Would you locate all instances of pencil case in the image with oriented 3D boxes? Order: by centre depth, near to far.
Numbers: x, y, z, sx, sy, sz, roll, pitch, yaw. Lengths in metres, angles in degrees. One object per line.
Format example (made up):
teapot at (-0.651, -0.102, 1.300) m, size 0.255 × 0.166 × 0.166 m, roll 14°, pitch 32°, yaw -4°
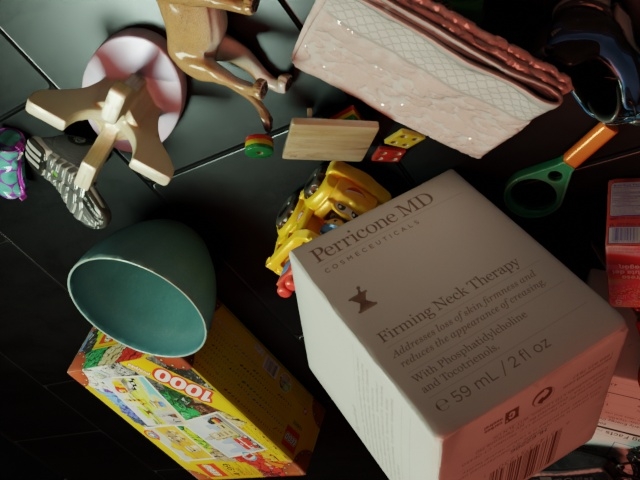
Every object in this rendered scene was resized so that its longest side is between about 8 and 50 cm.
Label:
pencil case at (-0.619, -0.151, 1.557) m, size 0.070 × 0.064 × 0.151 m, roll 34°, pitch 142°, yaw 10°

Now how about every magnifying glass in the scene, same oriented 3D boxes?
magnifying glass at (0.372, -0.108, 1.213) m, size 0.092 × 0.026 × 0.231 m, roll 29°, pitch 139°, yaw -9°

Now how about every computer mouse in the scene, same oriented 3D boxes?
computer mouse at (0.456, 0.416, 1.389) m, size 0.272 × 0.072 × 0.188 m, roll -7°, pitch 132°, yaw 14°

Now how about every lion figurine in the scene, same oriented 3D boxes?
lion figurine at (-0.175, -0.324, 1.121) m, size 0.240 × 0.142 × 0.392 m, roll 20°, pitch 145°, yaw 13°

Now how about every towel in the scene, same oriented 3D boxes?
towel at (0.130, -0.227, 1.058) m, size 0.332 × 0.053 × 0.317 m, roll 27°, pitch 170°, yaw -5°

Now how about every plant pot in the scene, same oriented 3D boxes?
plant pot at (-0.328, 0.070, 1.574) m, size 0.290 × 0.195 × 0.290 m, roll 13°, pitch 138°, yaw 12°

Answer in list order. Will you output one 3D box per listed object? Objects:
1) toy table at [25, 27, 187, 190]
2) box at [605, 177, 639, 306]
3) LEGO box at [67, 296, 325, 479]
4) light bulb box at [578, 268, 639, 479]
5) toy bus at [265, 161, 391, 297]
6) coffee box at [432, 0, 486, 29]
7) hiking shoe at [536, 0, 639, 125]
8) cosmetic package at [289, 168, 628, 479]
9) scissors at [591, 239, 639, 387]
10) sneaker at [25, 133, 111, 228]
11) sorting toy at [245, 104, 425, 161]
toy table at (-0.337, -0.206, 1.303) m, size 0.252 × 0.160 × 0.274 m, roll 22°, pitch 139°, yaw -1°
box at (0.581, 0.001, 1.149) m, size 0.300 × 0.154 × 0.142 m, roll -1°, pitch 136°, yaw 22°
LEGO box at (-0.288, 0.368, 1.895) m, size 0.373 × 0.193 × 0.500 m, roll -15°, pitch 128°, yaw 35°
light bulb box at (0.608, 0.274, 1.383) m, size 0.358 × 0.225 × 0.361 m, roll 12°, pitch 140°, yaw 10°
toy bus at (0.000, 0.000, 1.350) m, size 0.149 × 0.211 × 0.220 m, roll 33°, pitch 137°, yaw -12°
coffee box at (0.167, -0.317, 1.054) m, size 0.113 × 0.040 × 0.184 m, roll 11°, pitch 139°, yaw 11°
hiking shoe at (0.403, -0.185, 1.015) m, size 0.304 × 0.132 × 0.113 m, roll 35°, pitch 156°, yaw -11°
cosmetic package at (0.196, 0.170, 1.232) m, size 0.393 × 0.330 × 0.327 m, roll 49°, pitch 159°, yaw 38°
scissors at (0.524, 0.121, 1.244) m, size 0.109 × 0.297 × 0.021 m, roll -9°, pitch 149°, yaw 0°
sneaker at (-0.427, -0.126, 1.443) m, size 0.228 × 0.132 × 0.086 m, roll 46°, pitch 131°, yaw 14°
sorting toy at (0.022, -0.171, 1.228) m, size 0.275 × 0.046 × 0.132 m, roll 1°, pitch 163°, yaw -9°
